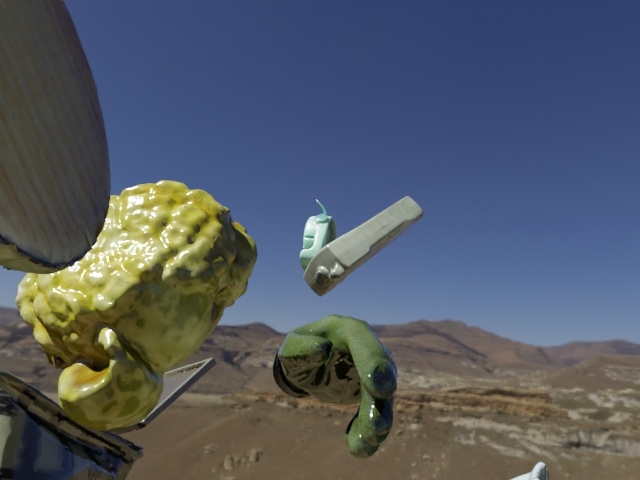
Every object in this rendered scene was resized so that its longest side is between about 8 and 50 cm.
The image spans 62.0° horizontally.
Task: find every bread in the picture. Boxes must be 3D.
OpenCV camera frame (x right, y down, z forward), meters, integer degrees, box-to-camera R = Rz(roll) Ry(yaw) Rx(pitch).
[{"bbox_3d":[-0.202,-0.105,0.335,0.040,0.267,0.267,-12,-13,-2],"label":"bread"}]

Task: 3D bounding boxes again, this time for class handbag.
[{"bbox_3d":[-0.354,0.360,0.625,0.162,0.325,0.327,-17,-38,10],"label":"handbag"}]

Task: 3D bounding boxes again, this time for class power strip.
[{"bbox_3d":[0.078,-0.002,0.811,0.286,0.048,0.080,-31,-13,-46],"label":"power strip"}]

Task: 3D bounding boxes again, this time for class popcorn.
[{"bbox_3d":[-0.222,0.052,0.618,0.225,0.286,0.174,25,-26,21],"label":"popcorn"}]

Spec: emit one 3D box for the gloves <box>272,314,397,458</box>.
[{"bbox_3d":[0.016,0.131,0.540,0.135,0.107,0.268,31,-11,-13],"label":"gloves"}]

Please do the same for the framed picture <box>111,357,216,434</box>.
[{"bbox_3d":[-0.340,0.304,1.003,0.265,0.018,0.192,-23,9,36],"label":"framed picture"}]

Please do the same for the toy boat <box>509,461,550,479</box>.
[{"bbox_3d":[0.153,0.301,0.403,0.100,0.199,0.290,-16,5,21],"label":"toy boat"}]

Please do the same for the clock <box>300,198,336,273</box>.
[{"bbox_3d":[0.000,0.000,0.912,0.041,0.135,0.101,2,-31,13],"label":"clock"}]
